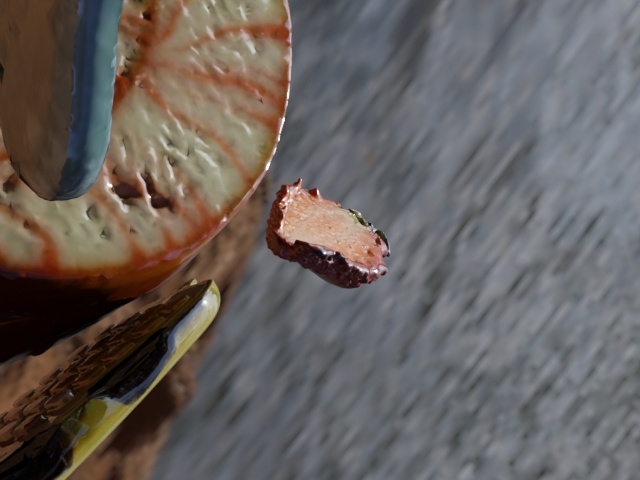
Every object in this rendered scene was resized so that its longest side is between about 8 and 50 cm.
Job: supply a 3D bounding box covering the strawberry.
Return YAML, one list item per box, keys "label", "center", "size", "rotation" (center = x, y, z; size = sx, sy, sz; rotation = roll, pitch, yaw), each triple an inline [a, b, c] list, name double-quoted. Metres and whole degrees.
- label: "strawberry"
  center: [-0.002, 0.002, 1.426]
  size: [0.048, 0.104, 0.152]
  rotation: [-55, 162, 20]

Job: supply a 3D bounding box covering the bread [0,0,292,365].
- label: "bread"
  center: [-0.170, -0.119, 0.994]
  size: [0.295, 0.327, 0.114]
  rotation: [-47, -171, -33]

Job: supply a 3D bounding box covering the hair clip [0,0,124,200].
- label: "hair clip"
  center: [-0.016, -0.264, 0.559]
  size: [0.238, 0.392, 0.318]
  rotation: [-16, 161, -28]

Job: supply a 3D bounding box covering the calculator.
- label: "calculator"
  center: [-0.138, 0.095, 0.943]
  size: [0.236, 0.033, 0.157]
  rotation: [-44, -171, -28]
